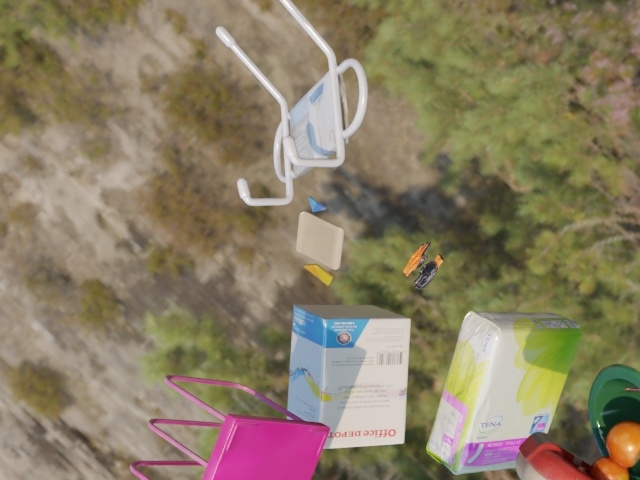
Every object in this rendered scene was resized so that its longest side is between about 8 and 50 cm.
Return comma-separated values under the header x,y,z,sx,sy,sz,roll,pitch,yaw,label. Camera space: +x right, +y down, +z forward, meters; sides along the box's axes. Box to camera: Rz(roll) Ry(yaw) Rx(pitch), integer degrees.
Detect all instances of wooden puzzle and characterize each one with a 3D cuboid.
x,y,z,sx,sy,sz,roll,pitch,yaw,label
0.000,0.000,1.519,0.079,0.014,0.116,30,127,23,wooden puzzle

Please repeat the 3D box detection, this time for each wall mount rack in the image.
x,y,z,sx,sy,sz,roll,pitch,yaw,label
-0.058,-0.227,1.667,0.350,0.131,0.304,148,119,-62,wall mount rack

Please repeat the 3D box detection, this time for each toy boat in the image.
x,y,z,sx,sy,sz,roll,pitch,yaw,label
0.380,0.304,1.418,0.231,0.151,0.151,32,-176,-4,toy boat

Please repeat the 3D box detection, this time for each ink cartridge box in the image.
x,y,z,sx,sy,sz,roll,pitch,yaw,label
0.048,0.242,1.971,0.171,0.232,0.168,2,-175,-22,ink cartridge box

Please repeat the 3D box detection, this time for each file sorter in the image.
x,y,z,sx,sy,sz,roll,pitch,yaw,label
-0.161,0.358,1.559,0.182,0.290,0.202,24,-175,40,file sorter

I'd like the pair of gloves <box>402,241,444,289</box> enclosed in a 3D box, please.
x,y,z,sx,sy,sz,roll,pitch,yaw,label
0.179,0.044,1.882,0.010,0.074,0.083,28,-164,-31,pair of gloves

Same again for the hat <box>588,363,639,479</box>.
x,y,z,sx,sy,sz,roll,pitch,yaw,label
0.495,0.232,1.463,0.208,0.184,0.172,171,88,-70,hat

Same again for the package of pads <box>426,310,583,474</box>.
x,y,z,sx,sy,sz,roll,pitch,yaw,label
0.327,0.271,1.962,0.229,0.296,0.101,4,-162,-36,package of pads
